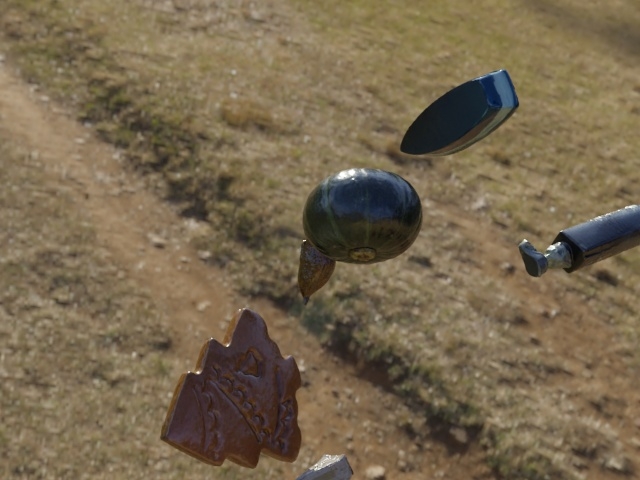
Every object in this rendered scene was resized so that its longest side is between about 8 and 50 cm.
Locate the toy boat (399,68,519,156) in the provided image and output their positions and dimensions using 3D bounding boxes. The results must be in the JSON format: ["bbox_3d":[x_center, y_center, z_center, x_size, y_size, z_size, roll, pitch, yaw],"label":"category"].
[{"bbox_3d":[0.221,-0.200,1.751,0.061,0.299,0.096,-15,82,-29],"label":"toy boat"}]

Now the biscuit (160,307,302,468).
[{"bbox_3d":[-0.143,0.276,1.751,0.043,0.284,0.306,-14,7,45],"label":"biscuit"}]

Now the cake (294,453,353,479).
[{"bbox_3d":[-0.009,0.412,1.765,0.121,0.052,0.065,-23,9,-32],"label":"cake"}]

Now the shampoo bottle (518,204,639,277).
[{"bbox_3d":[0.361,0.002,1.408,0.207,0.057,0.063,-18,58,-28],"label":"shampoo bottle"}]

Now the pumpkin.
[{"bbox_3d":[0.058,-0.034,1.424,0.167,0.125,0.167,10,-14,2],"label":"pumpkin"}]

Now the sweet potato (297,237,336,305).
[{"bbox_3d":[0.002,0.000,1.785,0.068,0.226,0.068,11,16,-3],"label":"sweet potato"}]
